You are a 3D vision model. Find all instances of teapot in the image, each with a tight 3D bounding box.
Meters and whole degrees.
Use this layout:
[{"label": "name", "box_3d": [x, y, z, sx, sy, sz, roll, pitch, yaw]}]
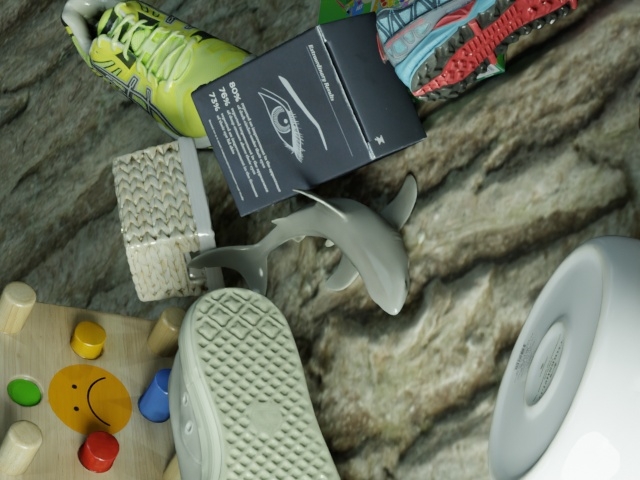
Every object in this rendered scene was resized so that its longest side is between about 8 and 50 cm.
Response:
[{"label": "teapot", "box_3d": [0.254, 0.133, 1.146, 0.252, 0.187, 0.256, -76, 11, -47]}]

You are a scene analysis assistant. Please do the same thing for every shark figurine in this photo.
[{"label": "shark figurine", "box_3d": [-0.011, -0.016, 1.571, 0.278, 0.116, 0.166, 2, 67, 46]}]

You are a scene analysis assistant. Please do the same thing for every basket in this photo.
[{"label": "basket", "box_3d": [-0.178, -0.022, 1.721, 0.103, 0.113, 0.167, -11, 48, -3]}]

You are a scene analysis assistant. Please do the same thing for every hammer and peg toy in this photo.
[{"label": "hammer and peg toy", "box_3d": [-0.236, 0.221, 1.567, 0.127, 0.266, 0.361, -56, 34, 40]}]

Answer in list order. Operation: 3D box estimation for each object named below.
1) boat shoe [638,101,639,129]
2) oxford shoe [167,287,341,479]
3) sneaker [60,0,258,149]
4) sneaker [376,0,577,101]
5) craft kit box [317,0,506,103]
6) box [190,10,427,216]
[{"label": "boat shoe", "box_3d": [0.362, -0.111, 1.258, 0.207, 0.073, 0.073, -16, 54, 41]}, {"label": "oxford shoe", "box_3d": [-0.065, 0.257, 1.442, 0.130, 0.169, 0.449, 119, 147, -47]}, {"label": "sneaker", "box_3d": [-0.212, -0.223, 1.885, 0.385, 0.147, 0.145, 23, 83, 50]}, {"label": "sneaker", "box_3d": [0.165, -0.261, 1.479, 0.262, 0.104, 0.125, -37, 59, -6]}, {"label": "craft kit box", "box_3d": [0.101, -0.266, 1.652, 0.250, 0.061, 0.246, -17, 52, 40]}, {"label": "box", "box_3d": [-0.014, -0.134, 1.590, 0.207, 0.108, 0.153, -20, 92, 40]}]
